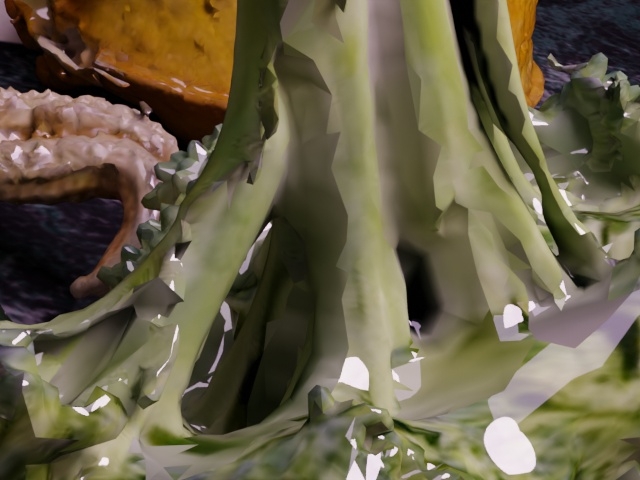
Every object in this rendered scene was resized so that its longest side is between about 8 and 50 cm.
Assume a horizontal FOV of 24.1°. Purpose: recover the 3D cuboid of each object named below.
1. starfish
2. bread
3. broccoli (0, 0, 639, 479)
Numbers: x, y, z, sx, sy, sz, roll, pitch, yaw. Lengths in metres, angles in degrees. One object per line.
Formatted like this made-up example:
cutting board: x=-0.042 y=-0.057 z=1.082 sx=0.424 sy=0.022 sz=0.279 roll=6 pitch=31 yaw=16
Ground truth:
starfish: x=-0.292 y=-0.015 z=0.672 sx=0.432 sy=0.082 sz=0.324 roll=-20 pitch=49 yaw=-36
bread: x=-0.023 y=-0.193 z=1.005 sx=0.358 sy=0.204 sz=0.337 roll=-2 pitch=26 yaw=-25
broccoli: x=-0.005 y=0.015 z=0.553 sx=0.375 sy=0.302 sz=0.249 roll=-11 pitch=-9 yaw=-26
